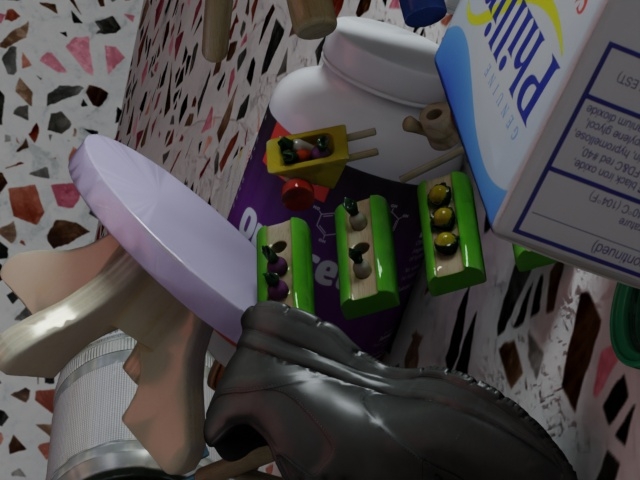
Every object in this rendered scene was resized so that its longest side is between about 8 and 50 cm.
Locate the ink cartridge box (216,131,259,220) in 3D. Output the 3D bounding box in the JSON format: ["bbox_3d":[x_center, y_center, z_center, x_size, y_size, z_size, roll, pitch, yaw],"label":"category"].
[{"bbox_3d":[-0.073,-0.056,2.066,0.198,0.067,0.115,141,140,-68],"label":"ink cartridge box"}]

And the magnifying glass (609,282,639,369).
[{"bbox_3d":[0.236,0.015,1.008,0.231,0.026,0.092,133,149,-63],"label":"magnifying glass"}]

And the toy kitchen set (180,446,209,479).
[{"bbox_3d":[-0.050,0.258,1.716,0.207,0.166,0.122,67,163,-3],"label":"toy kitchen set"}]

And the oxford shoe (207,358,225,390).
[{"bbox_3d":[-0.036,0.099,1.702,0.212,0.076,0.076,-45,-14,28],"label":"oxford shoe"}]

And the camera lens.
[{"bbox_3d":[-0.207,0.240,1.976,0.274,0.219,0.219,-94,24,-48],"label":"camera lens"}]

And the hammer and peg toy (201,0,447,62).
[{"bbox_3d":[0.045,-0.259,1.316,0.266,0.361,0.127,132,129,-61],"label":"hammer and peg toy"}]

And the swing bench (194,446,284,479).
[{"bbox_3d":[0.010,0.268,1.320,0.255,0.165,0.253,-45,32,51],"label":"swing bench"}]

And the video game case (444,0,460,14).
[{"bbox_3d":[0.163,-0.341,1.585,0.183,0.023,0.201,128,153,-56],"label":"video game case"}]

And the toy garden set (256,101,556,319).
[{"bbox_3d":[0.059,-0.040,1.311,0.204,0.244,0.049,-93,-18,-47],"label":"toy garden set"}]

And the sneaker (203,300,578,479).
[{"bbox_3d":[0.044,0.145,1.174,0.286,0.109,0.130,18,69,33],"label":"sneaker"}]

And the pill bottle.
[{"bbox_3d":[0.014,-0.029,1.521,0.181,0.181,0.323,-108,35,-63],"label":"pill bottle"}]

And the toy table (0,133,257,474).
[{"bbox_3d":[-0.146,0.055,1.405,0.161,0.252,0.274,-52,52,13],"label":"toy table"}]

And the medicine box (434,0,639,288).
[{"bbox_3d":[0.203,-0.156,0.997,0.263,0.149,0.289,-98,30,-63],"label":"medicine box"}]
